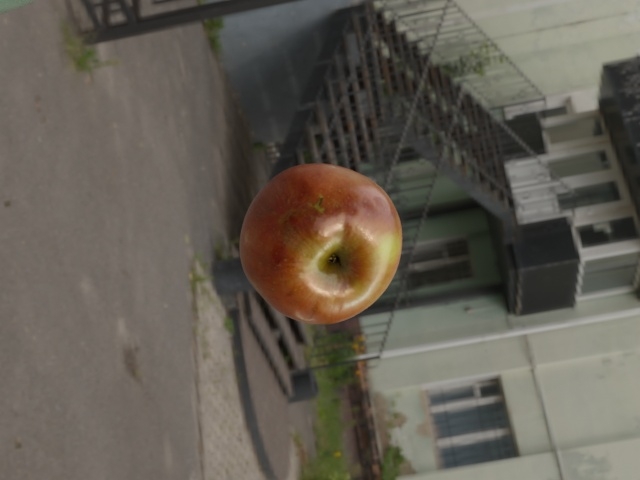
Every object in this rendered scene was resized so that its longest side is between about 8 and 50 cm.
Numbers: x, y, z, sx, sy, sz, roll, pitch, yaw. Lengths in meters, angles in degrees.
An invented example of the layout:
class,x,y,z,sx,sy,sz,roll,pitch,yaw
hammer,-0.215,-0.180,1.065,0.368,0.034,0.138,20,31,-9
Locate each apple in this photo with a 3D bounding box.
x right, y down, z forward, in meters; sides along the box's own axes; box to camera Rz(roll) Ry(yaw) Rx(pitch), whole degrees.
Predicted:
class,x,y,z,sx,sy,sz,roll,pitch,yaw
apple,0.000,0.000,0.942,0.139,0.163,0.163,-127,-157,-64

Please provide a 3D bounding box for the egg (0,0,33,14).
class,x,y,z,sx,sy,sz,roll,pitch,yaw
egg,-0.248,-0.223,0.600,0.168,0.231,0.168,51,-28,40
